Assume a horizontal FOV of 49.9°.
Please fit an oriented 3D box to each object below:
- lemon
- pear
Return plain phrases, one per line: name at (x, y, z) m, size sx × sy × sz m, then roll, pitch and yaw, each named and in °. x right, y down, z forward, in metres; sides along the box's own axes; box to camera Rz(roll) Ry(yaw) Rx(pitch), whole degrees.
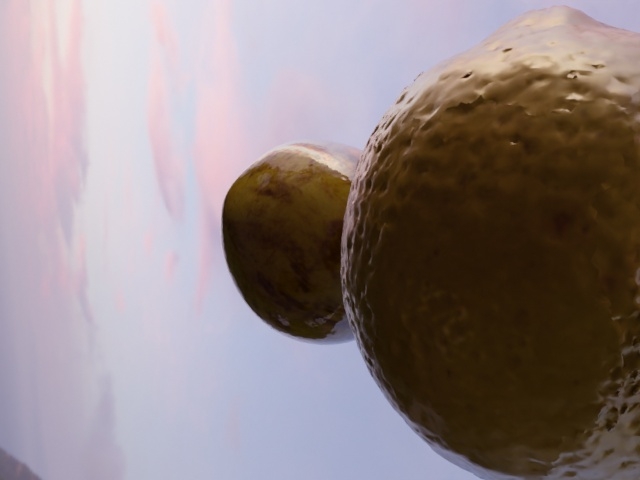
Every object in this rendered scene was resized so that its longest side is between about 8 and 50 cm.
lemon at (0.145, 0.008, 0.420) m, size 0.293 × 0.293 × 0.293 m, roll 173°, pitch -90°, yaw -66°
pear at (0.000, 0.000, 0.896) m, size 0.281 × 0.281 × 0.280 m, roll 173°, pitch -90°, yaw -66°
